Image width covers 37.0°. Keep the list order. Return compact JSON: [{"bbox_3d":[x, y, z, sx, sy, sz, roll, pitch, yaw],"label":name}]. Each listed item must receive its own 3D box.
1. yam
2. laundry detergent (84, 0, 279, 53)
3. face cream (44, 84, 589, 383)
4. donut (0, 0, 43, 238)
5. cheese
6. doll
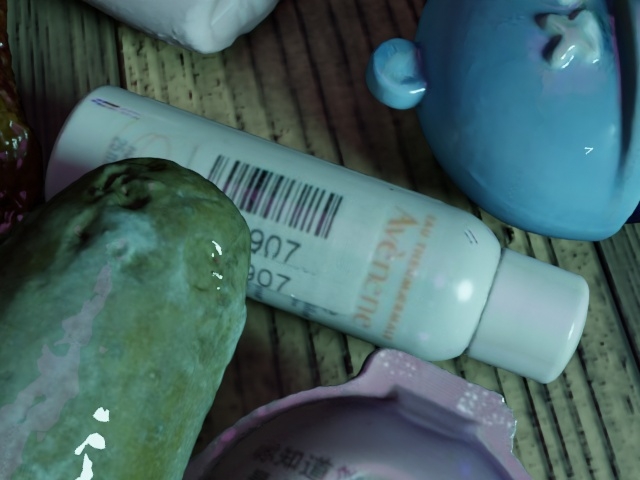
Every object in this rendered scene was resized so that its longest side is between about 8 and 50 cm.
[{"bbox_3d":[-0.124,0.113,0.364,0.133,0.133,0.330,23,70,8],"label":"yam"},{"bbox_3d":[-0.163,-0.247,0.595,0.335,0.088,0.159,34,66,14],"label":"laundry detergent"},{"bbox_3d":[0.000,0.000,0.479,0.269,0.082,0.082,19,62,7],"label":"face cream"},{"bbox_3d":[-0.214,-0.123,0.502,0.112,0.151,0.295,-3,93,-25],"label":"donut"},{"bbox_3d":[-0.001,0.183,0.388,0.189,0.074,0.286,20,75,9],"label":"cheese"},{"bbox_3d":[0.178,-0.089,0.508,0.314,0.141,0.177,-4,67,-10],"label":"doll"}]
